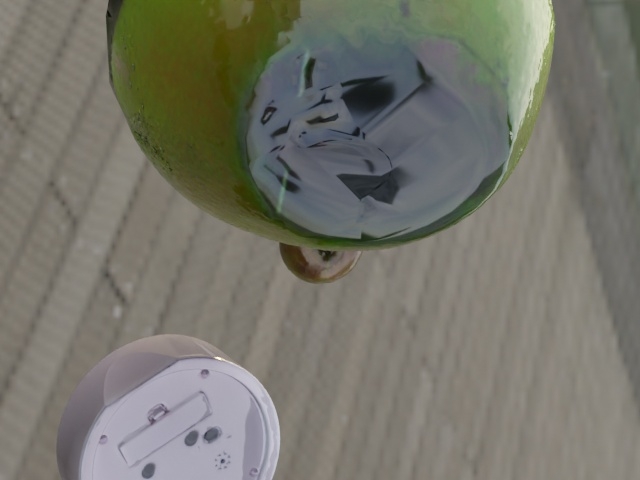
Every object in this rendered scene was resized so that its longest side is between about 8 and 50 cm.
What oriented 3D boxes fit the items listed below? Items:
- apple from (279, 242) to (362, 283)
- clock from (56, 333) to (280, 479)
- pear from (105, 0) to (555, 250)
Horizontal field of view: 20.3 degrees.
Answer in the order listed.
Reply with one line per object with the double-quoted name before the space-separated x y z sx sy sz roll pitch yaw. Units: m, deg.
"apple" 0.000 0.000 1.844 0.074 0.090 0.089 -117 -166 -62
"clock" -0.138 0.188 1.632 0.197 0.068 0.196 -9 110 -26
"pear" 0.018 -0.126 1.518 0.165 0.399 0.398 -102 176 -54
